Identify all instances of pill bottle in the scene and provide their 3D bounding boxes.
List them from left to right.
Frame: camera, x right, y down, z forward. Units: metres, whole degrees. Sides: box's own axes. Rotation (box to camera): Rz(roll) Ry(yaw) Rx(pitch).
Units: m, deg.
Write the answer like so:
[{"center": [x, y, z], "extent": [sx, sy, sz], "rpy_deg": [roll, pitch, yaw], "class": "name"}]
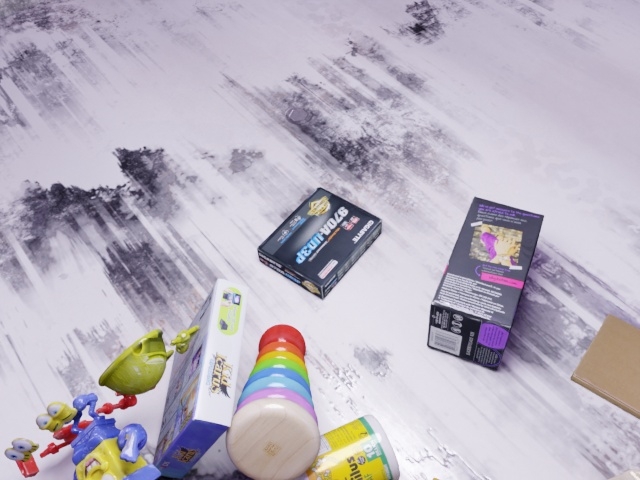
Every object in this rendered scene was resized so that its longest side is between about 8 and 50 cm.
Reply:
[{"center": [0.012, 0.375, 1.032], "extent": [0.208, 0.118, 0.118], "rpy_deg": [-20, 53, -13], "class": "pill bottle"}]

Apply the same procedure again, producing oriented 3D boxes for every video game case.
[{"center": [-0.202, 0.236, 1.067], "extent": [0.061, 0.269, 0.244], "rpy_deg": [18, 49, -17], "class": "video game case"}]

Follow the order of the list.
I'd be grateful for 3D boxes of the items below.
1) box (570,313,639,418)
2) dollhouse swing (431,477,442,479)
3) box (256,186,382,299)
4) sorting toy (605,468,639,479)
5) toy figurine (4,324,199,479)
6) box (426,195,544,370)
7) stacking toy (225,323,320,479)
[{"center": [0.584, 0.242, 1.159], "extent": [0.201, 0.021, 0.164], "rpy_deg": [30, 60, 25], "class": "box"}, {"center": [0.242, 0.510, 0.767], "extent": [0.346, 0.305, 0.315], "rpy_deg": [19, 85, 18], "class": "dollhouse swing"}, {"center": [0.000, 0.000, 1.369], "extent": [0.175, 0.051, 0.220], "rpy_deg": [30, 59, 24], "class": "box"}, {"center": [0.427, 0.403, 0.853], "extent": [0.208, 0.038, 0.193], "rpy_deg": [-9, 35, -27], "class": "sorting toy"}, {"center": [-0.291, 0.322, 0.989], "extent": [0.362, 0.191, 0.217], "rpy_deg": [-42, 70, 18], "class": "toy figurine"}, {"center": [0.312, 0.077, 1.215], "extent": [0.143, 0.165, 0.270], "rpy_deg": [18, 55, 18], "class": "box"}, {"center": [-0.073, 0.247, 1.079], "extent": [0.141, 0.141, 0.330], "rpy_deg": [-5, 19, 0], "class": "stacking toy"}]
